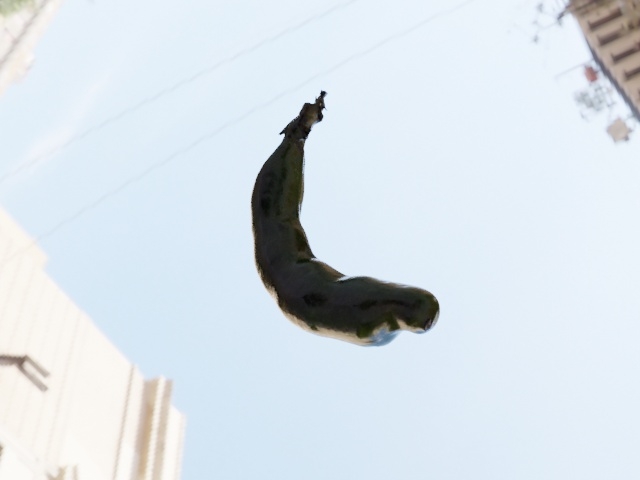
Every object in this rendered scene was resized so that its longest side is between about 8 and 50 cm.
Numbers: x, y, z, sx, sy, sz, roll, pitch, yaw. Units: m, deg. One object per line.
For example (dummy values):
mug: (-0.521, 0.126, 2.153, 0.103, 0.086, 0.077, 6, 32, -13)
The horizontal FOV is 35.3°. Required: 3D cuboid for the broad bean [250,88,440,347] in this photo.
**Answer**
broad bean: (0.000, 0.000, 0.865, 0.144, 0.049, 0.292, -46, -136, 23)
